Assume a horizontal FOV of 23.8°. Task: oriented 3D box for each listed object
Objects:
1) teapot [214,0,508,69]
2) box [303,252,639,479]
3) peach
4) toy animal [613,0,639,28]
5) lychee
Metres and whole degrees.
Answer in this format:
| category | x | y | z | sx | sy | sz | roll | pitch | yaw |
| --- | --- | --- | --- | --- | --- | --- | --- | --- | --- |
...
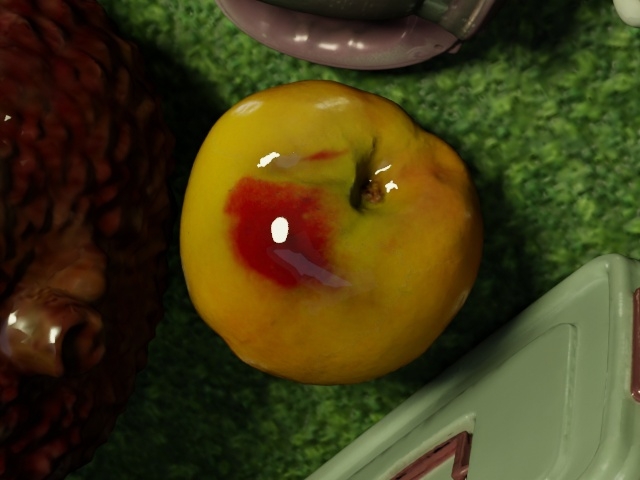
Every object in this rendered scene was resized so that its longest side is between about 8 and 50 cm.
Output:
| category | x | y | z | sx | sy | sz | roll | pitch | yaw |
| --- | --- | --- | --- | --- | --- | --- | --- | --- | --- |
| teapot | 0.014 | -0.127 | 0.628 | 0.146 | 0.116 | 0.148 | 22 | 115 | -5 |
| box | 0.091 | 0.169 | 0.704 | 0.167 | 0.193 | 0.294 | 41 | 119 | -14 |
| peach | 0.000 | 0.000 | 0.684 | 0.138 | 0.138 | 0.138 | 7 | 116 | 15 |
| toy animal | 0.261 | -0.195 | 0.484 | 0.180 | 0.181 | 0.363 | 36 | 119 | 9 |
| lychee | -0.186 | -0.004 | 0.674 | 0.260 | 0.260 | 0.261 | 7 | 116 | 15 |
